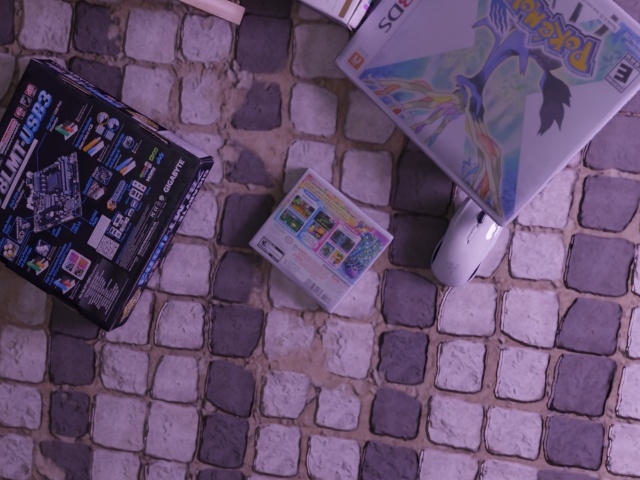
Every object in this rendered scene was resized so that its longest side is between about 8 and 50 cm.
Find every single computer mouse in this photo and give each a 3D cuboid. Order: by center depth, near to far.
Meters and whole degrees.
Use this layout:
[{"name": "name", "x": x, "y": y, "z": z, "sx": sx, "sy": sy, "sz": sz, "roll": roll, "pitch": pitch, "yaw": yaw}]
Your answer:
[{"name": "computer mouse", "x": 0.216, "y": -0.021, "z": 1.314, "sx": 0.106, "sy": 0.042, "sz": 0.193, "roll": 28, "pitch": 100, "yaw": 6}]

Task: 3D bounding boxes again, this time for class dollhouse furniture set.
[{"name": "dollhouse furniture set", "x": -0.183, "y": -0.386, "z": 1.301, "sx": 0.151, "sy": 0.144, "sz": 0.123, "roll": 30, "pitch": 103, "yaw": 43}]

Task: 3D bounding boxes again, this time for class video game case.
[{"name": "video game case", "x": 0.222, "y": -0.235, "z": 1.247, "sx": 0.329, "sy": 0.036, "sz": 0.300, "roll": 46, "pitch": 112, "yaw": 11}, {"name": "video game case", "x": 0.000, "y": 0.000, "z": 1.370, "sx": 0.157, "sy": 0.019, "sz": 0.143, "roll": 40, "pitch": 101, "yaw": 5}]

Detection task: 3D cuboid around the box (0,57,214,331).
[{"name": "box", "x": -0.351, "y": -0.066, "z": 1.403, "sx": 0.293, "sy": 0.073, "sz": 0.296, "roll": 31, "pitch": 101, "yaw": 7}]

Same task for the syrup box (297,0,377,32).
[{"name": "syrup box", "x": -0.035, "y": -0.378, "z": 1.298, "sx": 0.236, "sy": 0.093, "sz": 0.096, "roll": 28, "pitch": 100, "yaw": 7}]
